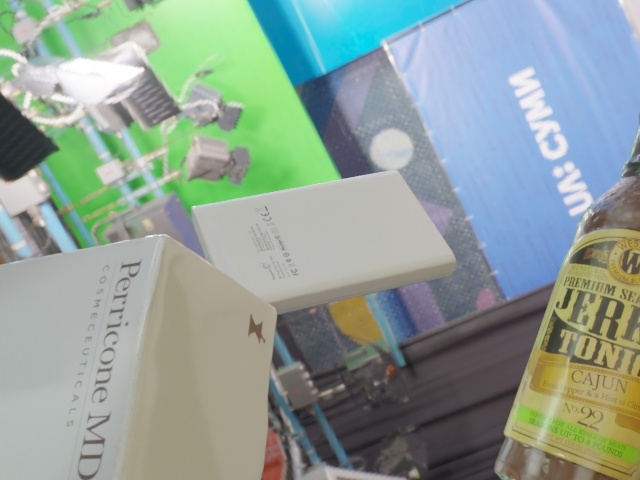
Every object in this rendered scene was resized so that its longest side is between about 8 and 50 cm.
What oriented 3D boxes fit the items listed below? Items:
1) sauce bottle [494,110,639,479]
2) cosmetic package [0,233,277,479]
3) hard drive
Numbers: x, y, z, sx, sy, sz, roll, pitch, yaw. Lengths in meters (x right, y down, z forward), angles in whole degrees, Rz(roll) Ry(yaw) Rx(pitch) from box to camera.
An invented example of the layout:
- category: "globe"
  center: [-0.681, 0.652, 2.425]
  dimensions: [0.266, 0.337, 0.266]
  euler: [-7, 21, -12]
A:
- category: "sauce bottle"
  center: [0.241, 0.044, 0.669]
  dimensions: [0.344, 0.112, 0.111]
  euler: [-71, -21, -7]
- category: "cosmetic package"
  center: [-0.275, 0.157, 0.694]
  dimensions: [0.161, 0.454, 0.229]
  euler: [42, -135, -50]
- category: "hard drive"
  center: [0.000, 0.000, 1.138]
  dimensions: [0.040, 0.308, 0.203]
  euler: [96, 156, -43]
